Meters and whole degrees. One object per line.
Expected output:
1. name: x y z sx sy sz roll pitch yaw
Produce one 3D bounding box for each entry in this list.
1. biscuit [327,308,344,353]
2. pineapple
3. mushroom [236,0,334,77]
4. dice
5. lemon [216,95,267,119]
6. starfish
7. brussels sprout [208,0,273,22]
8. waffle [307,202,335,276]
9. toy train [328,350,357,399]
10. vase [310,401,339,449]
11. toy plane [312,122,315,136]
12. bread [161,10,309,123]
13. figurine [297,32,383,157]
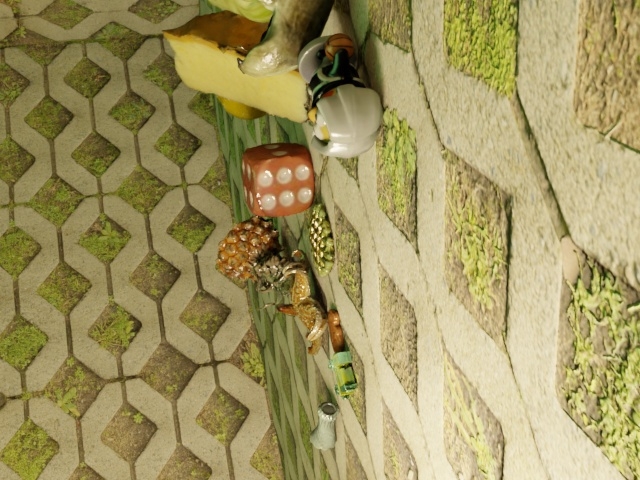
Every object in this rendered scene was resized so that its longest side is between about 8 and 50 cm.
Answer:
1. biscuit: 0.039 0.245 1.895 0.102 0.019 0.130 145 116 -77
2. pineapple: -0.180 0.085 2.401 0.272 0.263 0.262 39 140 42
3. mushroom: -0.049 -0.476 1.408 0.247 0.130 0.344 -24 -46 -80
4. dice: -0.117 -0.168 1.963 0.179 0.175 0.173 -131 36 -69
5. lemon: -0.221 -0.466 2.193 0.231 0.192 0.192 122 139 -60
6. starfish: -0.056 0.175 2.076 0.303 0.113 0.311 127 131 -71
7. brussels sprout: -0.153 -0.655 1.653 0.328 0.247 0.327 179 90 -80
8. waffle: 0.000 0.000 1.873 0.169 0.036 0.183 114 145 -64
9. toy train: 0.058 0.336 1.812 0.081 0.050 0.122 128 133 -59
10. vase: 0.016 0.522 2.052 0.081 0.081 0.148 -111 21 -45
11. toy plane: -0.010 -0.285 1.762 0.084 0.024 0.077 87 167 -48
12. bread: -0.190 -0.420 1.818 0.248 0.316 0.278 87 159 -63
13. figurine: 0.037 -0.269 1.339 0.176 0.133 0.236 97 163 -56
